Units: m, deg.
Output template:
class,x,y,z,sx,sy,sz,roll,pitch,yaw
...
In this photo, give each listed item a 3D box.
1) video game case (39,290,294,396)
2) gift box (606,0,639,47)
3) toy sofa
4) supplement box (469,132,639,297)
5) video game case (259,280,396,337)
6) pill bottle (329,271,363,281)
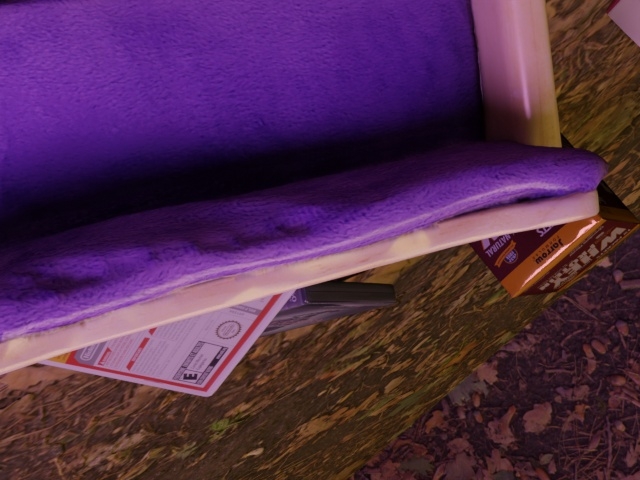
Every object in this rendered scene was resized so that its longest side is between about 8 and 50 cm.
class,x,y,z,sx,sy,sz,roll,pitch,yaw
video game case,-0.162,0.016,0.617,0.285,0.025,0.204,16,135,-24
gift box,0.369,-0.199,0.640,0.276,0.258,0.255,-32,166,-49
toy sofa,-0.047,-0.060,0.472,0.362,0.150,0.177,-14,-168,-19
supplement box,0.237,-0.052,1.092,0.129,0.194,0.191,-45,159,22
video game case,-0.086,0.083,0.948,0.274,0.026,0.196,-15,170,26
pill bottle,0.000,0.000,0.968,0.169,0.094,0.094,-21,156,-34
